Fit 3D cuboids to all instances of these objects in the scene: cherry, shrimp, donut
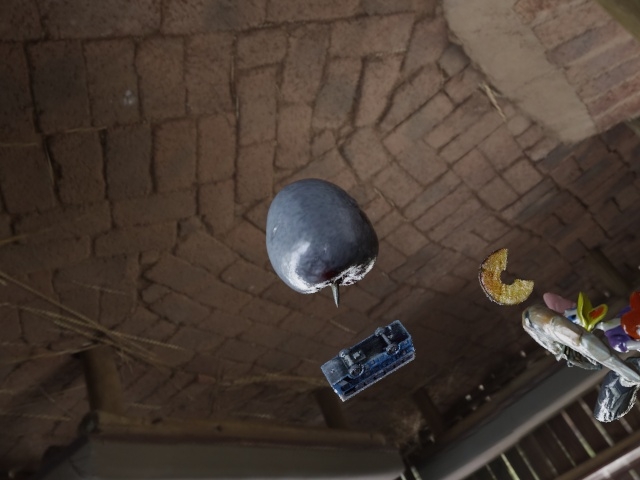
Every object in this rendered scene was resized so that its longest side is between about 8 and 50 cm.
[{"bbox_3d":[0.000,0.000,1.354,0.255,0.296,0.218,-7,155,-42],"label":"cherry"},{"bbox_3d":[0.522,0.217,1.219,0.085,0.247,0.360,-57,139,-1],"label":"shrimp"},{"bbox_3d":[0.573,0.126,1.961,0.146,0.181,0.078,-37,168,0],"label":"donut"}]

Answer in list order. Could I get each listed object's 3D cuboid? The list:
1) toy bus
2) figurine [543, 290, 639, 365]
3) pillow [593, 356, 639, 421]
[{"bbox_3d":[0.160,0.389,2.009,0.297,0.106,0.131,-29,130,-6],"label":"toy bus"},{"bbox_3d":[0.719,0.212,1.429,0.154,0.420,0.193,-55,154,-33],"label":"figurine"},{"bbox_3d":[0.973,0.488,2.015,0.161,0.092,0.335,-32,139,-14],"label":"pillow"}]
